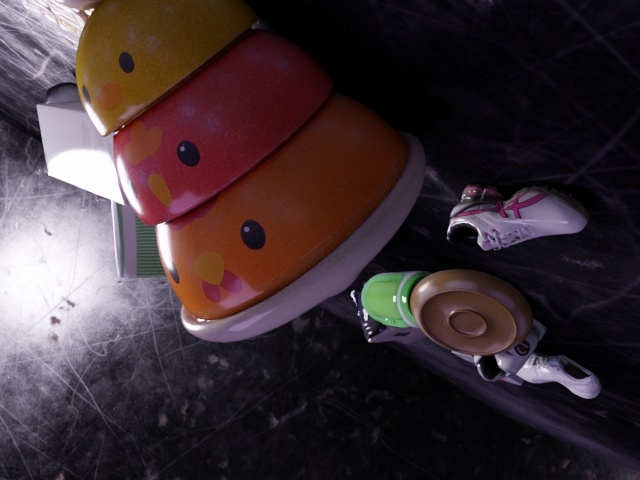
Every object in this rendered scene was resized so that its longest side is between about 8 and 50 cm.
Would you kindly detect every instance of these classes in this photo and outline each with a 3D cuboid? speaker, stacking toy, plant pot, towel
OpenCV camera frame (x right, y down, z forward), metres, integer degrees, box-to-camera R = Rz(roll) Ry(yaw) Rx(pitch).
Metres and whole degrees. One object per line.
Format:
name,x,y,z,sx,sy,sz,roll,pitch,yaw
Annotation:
speaker,0.193,0.136,1.390,0.131,0.131,0.296,31,169,-11
stacking toy,-0.145,-0.158,0.650,0.480,0.350,0.351,50,162,-19
plant pot,0.288,0.152,1.157,0.236,0.032,0.236,14,135,15
towel,-0.276,-0.024,1.277,0.325,0.247,0.038,0,-152,-9

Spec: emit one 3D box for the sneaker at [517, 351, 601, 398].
sneaker,0.544,0.295,1.395,0.212,0.080,0.094,12,149,38

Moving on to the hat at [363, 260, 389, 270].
hat,-0.017,-0.030,1.162,0.331,0.133,0.331,12,176,1

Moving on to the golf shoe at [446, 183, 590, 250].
golf shoe,0.232,-0.018,0.714,0.067,0.086,0.186,37,165,-28

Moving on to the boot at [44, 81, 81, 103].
boot,-0.495,-0.196,1.384,0.223,0.118,0.338,42,163,45

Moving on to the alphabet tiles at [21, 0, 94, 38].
alphabet tiles,-0.413,-0.384,0.869,0.278,0.021,0.284,30,169,-4

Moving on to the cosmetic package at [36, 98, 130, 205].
cosmetic package,-0.365,-0.182,1.113,0.197,0.155,0.366,-16,-158,-38

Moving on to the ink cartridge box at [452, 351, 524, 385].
ink cartridge box,0.477,0.328,1.670,0.175,0.072,0.127,30,169,-6

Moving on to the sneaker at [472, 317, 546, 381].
sneaker,0.385,0.243,1.350,0.122,0.146,0.330,27,170,4

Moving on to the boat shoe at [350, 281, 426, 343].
boat shoe,0.223,0.198,1.682,0.341,0.127,0.158,14,-133,-52
